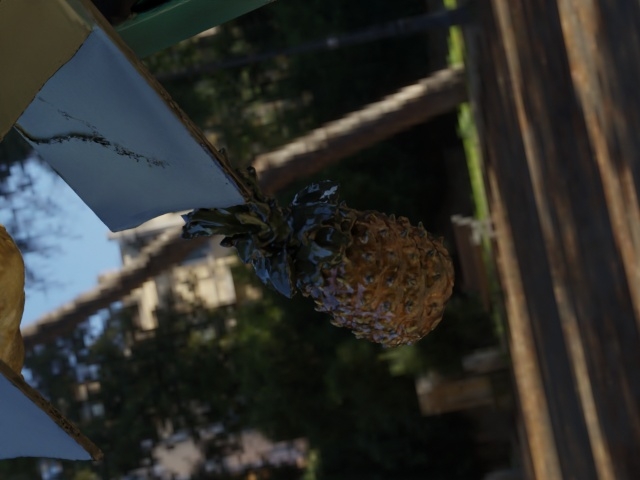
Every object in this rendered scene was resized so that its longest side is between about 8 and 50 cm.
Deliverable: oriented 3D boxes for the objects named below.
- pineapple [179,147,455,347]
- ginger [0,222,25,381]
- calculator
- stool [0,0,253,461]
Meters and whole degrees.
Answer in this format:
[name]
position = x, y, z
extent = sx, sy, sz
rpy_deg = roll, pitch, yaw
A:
[pineapple]
position = 0.000, 0.000, 1.579
extent = 0.310, 0.170, 0.141
rpy_deg = 27, -132, -22
[ginger]
position = -0.359, 0.111, 1.401
extent = 0.126, 0.190, 0.354
rpy_deg = 60, 140, 35
[calculator]
position = -0.153, -0.270, 1.622
extent = 0.248, 0.274, 0.058
rpy_deg = 162, 84, -87
[stool]
position = -0.225, -0.023, 0.984
extent = 0.269, 0.170, 0.243
rpy_deg = 49, -128, -30
